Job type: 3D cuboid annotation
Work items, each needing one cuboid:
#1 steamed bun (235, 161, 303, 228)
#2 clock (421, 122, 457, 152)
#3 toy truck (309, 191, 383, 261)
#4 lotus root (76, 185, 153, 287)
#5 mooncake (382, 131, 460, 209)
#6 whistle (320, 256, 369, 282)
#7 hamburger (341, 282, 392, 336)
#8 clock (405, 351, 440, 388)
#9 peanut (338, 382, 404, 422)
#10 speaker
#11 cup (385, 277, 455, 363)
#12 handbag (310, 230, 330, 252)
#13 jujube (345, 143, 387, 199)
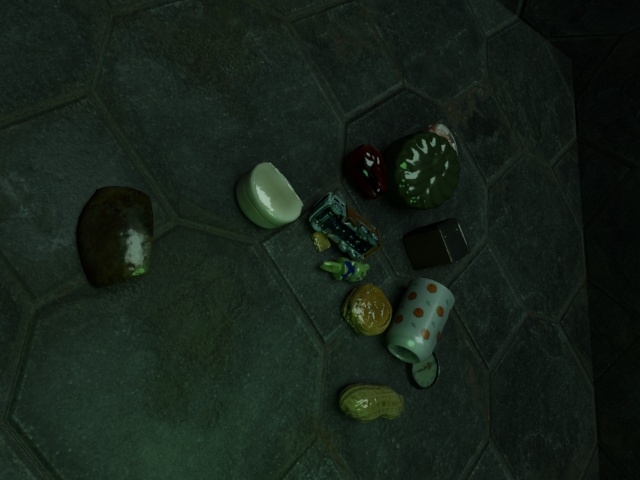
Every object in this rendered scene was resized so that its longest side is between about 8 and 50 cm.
[{"bbox_3d":[-0.196,-0.151,1.763,0.241,0.146,0.164,53,51,-13],"label":"steamed bun"},{"bbox_3d":[0.577,-0.463,2.402,0.241,0.142,0.227,-41,107,-44],"label":"clock"},{"bbox_3d":[0.103,-0.064,1.954,0.305,0.136,0.162,38,30,-23],"label":"toy truck"},{"bbox_3d":[-0.607,-0.022,1.448,0.210,0.142,0.313,-4,80,-35],"label":"lotus root"},{"bbox_3d":[0.452,-0.309,2.167,0.357,0.194,0.356,-5,103,-23],"label":"mooncake"},{"bbox_3d":[0.099,0.117,1.941,0.228,0.105,0.085,14,36,-35],"label":"whistle"},{"bbox_3d":[0.193,0.286,1.970,0.214,0.108,0.213,9,71,-29],"label":"hamburger"},{"bbox_3d":[0.453,0.561,2.125,0.185,0.040,0.184,9,74,-34],"label":"clock"},{"bbox_3d":[0.210,0.633,1.879,0.325,0.140,0.153,21,86,-35],"label":"peanut"},{"bbox_3d":[0.520,0.022,2.179,0.153,0.231,0.192,-25,95,-37],"label":"speaker"},{"bbox_3d":[0.412,0.344,2.041,0.212,0.212,0.317,44,59,-19],"label":"cup"},{"bbox_3d":[0.000,0.000,1.943,0.061,0.027,0.083,-26,96,-37],"label":"handbag"},{"bbox_3d":[0.208,-0.295,2.082,0.168,0.168,0.236,-35,103,-36],"label":"jujube"}]
